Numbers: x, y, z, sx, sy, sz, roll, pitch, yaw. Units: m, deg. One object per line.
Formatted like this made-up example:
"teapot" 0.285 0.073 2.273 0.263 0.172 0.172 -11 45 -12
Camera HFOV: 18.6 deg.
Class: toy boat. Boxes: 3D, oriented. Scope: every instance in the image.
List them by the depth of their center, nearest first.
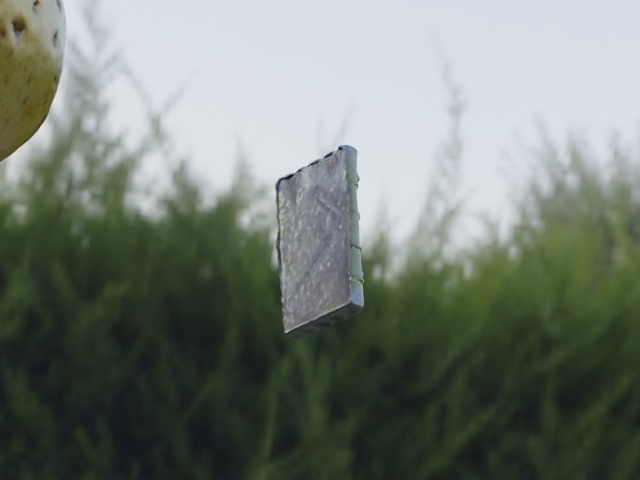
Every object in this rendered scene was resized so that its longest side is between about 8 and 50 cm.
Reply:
"toy boat" 0.000 0.000 1.198 0.063 0.115 0.016 -26 -37 35

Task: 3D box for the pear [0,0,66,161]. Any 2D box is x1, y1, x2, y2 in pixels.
"pear" -0.199 -0.107 0.874 0.178 0.178 0.178 8 -8 1
